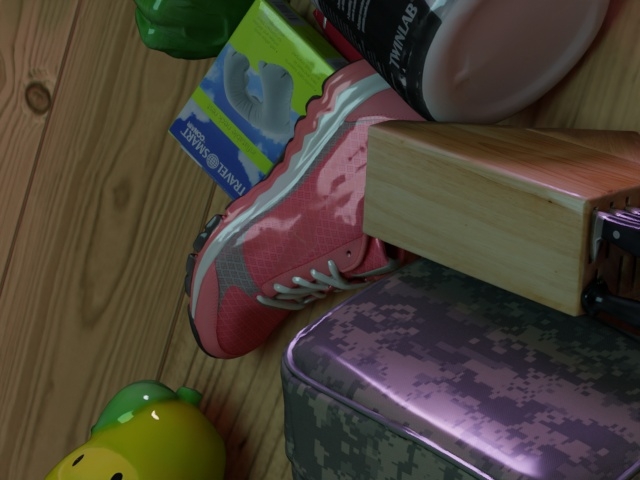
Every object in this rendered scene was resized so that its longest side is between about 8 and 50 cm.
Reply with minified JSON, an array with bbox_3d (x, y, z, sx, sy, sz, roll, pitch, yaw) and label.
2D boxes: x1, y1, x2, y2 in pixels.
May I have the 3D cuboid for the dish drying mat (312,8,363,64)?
[{"bbox_3d":[0.021,-0.177,1.620,0.032,0.008,0.083,-46,58,27],"label":"dish drying mat"}]

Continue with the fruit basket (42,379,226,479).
[{"bbox_3d":[-0.194,0.317,1.611,0.392,0.283,0.392,16,114,40],"label":"fruit basket"}]

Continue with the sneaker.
[{"bbox_3d":[0.000,0.000,1.550,0.136,0.116,0.314,50,117,31],"label":"sneaker"}]

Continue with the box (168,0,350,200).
[{"bbox_3d":[-0.057,-0.114,1.641,0.109,0.042,0.178,46,118,19],"label":"box"}]

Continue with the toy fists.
[{"bbox_3d":[-0.081,-0.291,1.633,0.096,0.142,0.279,35,108,38],"label":"toy fists"}]

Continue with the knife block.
[{"bbox_3d":[0.167,-0.005,1.299,0.275,0.242,0.088,3,109,1],"label":"knife block"}]

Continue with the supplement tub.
[{"bbox_3d":[0.064,-0.250,1.466,0.316,0.193,0.193,50,117,32],"label":"supplement tub"}]

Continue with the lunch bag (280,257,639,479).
[{"bbox_3d":[0.127,0.186,1.355,0.305,0.212,0.256,26,132,39],"label":"lunch bag"}]
